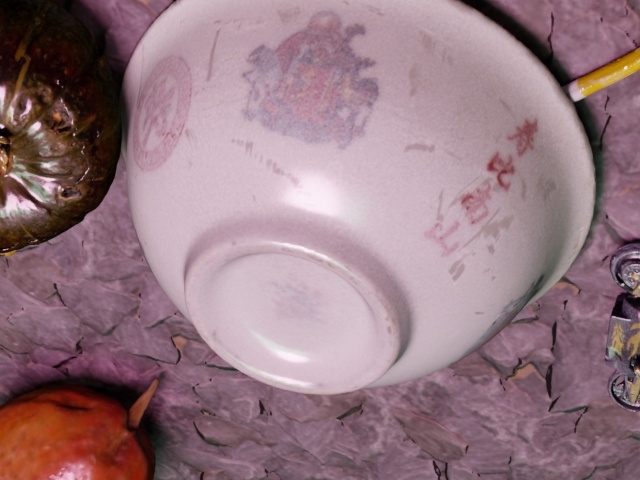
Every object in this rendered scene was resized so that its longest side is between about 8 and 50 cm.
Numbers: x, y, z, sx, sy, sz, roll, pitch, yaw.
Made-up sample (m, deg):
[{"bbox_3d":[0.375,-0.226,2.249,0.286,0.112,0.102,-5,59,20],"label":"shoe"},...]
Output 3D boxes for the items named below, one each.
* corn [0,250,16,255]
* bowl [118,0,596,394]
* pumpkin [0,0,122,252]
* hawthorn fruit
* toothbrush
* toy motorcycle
[{"bbox_3d":[-0.381,-0.075,1.401,0.260,0.091,0.091,33,100,-21],"label":"corn"},{"bbox_3d":[0.000,0.000,1.269,0.435,0.196,0.435,11,136,11],"label":"bowl"},{"bbox_3d":[-0.284,-0.098,1.279,0.238,0.159,0.238,-1,116,-1],"label":"pumpkin"},{"bbox_3d":[-0.265,0.237,1.598,0.210,0.210,0.262,37,115,-18],"label":"hawthorn fruit"},{"bbox_3d":[0.294,-0.165,1.154,0.288,0.021,0.024,-28,109,36],"label":"toothbrush"},{"bbox_3d":[0.319,0.086,1.358,0.124,0.061,0.193,8,126,20],"label":"toy motorcycle"}]
